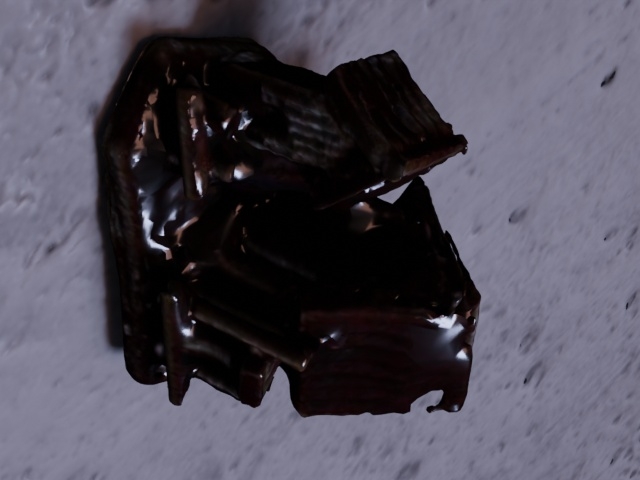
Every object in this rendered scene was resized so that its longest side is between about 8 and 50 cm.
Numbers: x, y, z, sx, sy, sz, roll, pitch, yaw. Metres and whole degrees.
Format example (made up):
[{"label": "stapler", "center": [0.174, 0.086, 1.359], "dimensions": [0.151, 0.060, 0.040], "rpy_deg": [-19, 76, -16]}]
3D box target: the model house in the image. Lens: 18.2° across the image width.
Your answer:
[{"label": "model house", "center": [-0.007, 0.001, 0.956], "dimensions": [0.141, 0.164, 0.203], "rpy_deg": [-40, 144, -29]}]
